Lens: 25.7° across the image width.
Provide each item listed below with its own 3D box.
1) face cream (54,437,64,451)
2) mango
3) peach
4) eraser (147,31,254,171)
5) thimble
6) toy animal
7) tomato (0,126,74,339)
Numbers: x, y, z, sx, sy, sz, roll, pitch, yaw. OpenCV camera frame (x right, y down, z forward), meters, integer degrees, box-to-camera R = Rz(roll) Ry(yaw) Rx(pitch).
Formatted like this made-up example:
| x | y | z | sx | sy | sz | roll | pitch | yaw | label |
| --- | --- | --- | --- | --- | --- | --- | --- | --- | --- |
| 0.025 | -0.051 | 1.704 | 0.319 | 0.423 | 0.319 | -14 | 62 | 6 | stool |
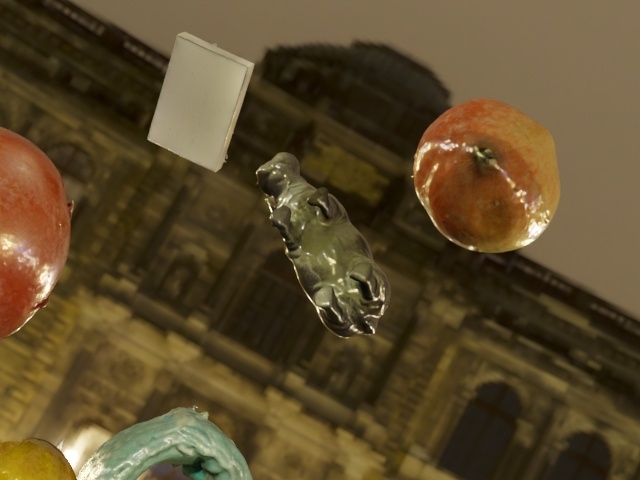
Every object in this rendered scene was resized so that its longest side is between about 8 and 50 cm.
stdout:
| x | y | z | sx | sy | sz | roll | pitch | yaw | label |
| --- | --- | --- | --- | --- | --- | --- | --- | --- | --- |
| -0.400 | 0.390 | 1.763 | 0.089 | 0.314 | 0.143 | 21 | -56 | 11 | face cream |
| -0.303 | 0.294 | 1.423 | 0.262 | 0.130 | 0.167 | 107 | -33 | -43 | mango |
| 0.230 | -0.092 | 1.912 | 0.233 | 0.232 | 0.232 | 27 | -15 | 8 | peach |
| -0.148 | -0.171 | 1.743 | 0.104 | 0.150 | 0.023 | 26 | 27 | 12 | eraser |
| -0.181 | 0.303 | 1.618 | 0.198 | 0.235 | 0.143 | 22 | -8 | -15 | thimble |
| -0.008 | -0.013 | 1.918 | 0.343 | 0.106 | 0.168 | 60 | -1 | 45 | toy animal |
| -0.416 | -0.012 | 1.575 | 0.265 | 0.264 | 0.265 | 27 | -15 | 8 | tomato |
